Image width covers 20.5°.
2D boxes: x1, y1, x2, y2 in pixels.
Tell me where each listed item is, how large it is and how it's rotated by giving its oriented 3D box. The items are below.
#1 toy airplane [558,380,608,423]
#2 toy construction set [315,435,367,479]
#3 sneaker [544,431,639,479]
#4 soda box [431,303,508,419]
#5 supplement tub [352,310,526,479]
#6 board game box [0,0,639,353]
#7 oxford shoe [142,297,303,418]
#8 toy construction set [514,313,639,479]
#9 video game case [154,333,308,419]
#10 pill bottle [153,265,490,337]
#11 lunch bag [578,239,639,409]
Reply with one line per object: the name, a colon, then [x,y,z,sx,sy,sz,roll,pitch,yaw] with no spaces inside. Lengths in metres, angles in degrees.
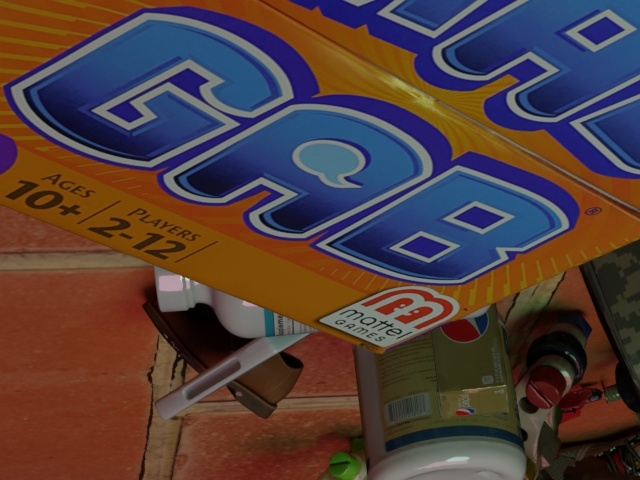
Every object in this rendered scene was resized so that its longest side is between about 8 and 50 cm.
toy airplane: [0.239,0.177,1.911,0.151,0.028,0.151,-5,150,-3]
toy construction set: [0.051,0.312,2.018,0.215,0.151,0.328,-21,160,26]
sneaker: [0.346,0.255,2.035,0.225,0.088,0.092,-9,149,-15]
soda box: [0.119,0.055,1.492,0.058,0.181,0.061,-8,152,3]
supplement tub: [0.106,0.135,1.620,0.144,0.199,0.144,-5,153,-2]
board game box: [0.028,-0.210,0.788,0.356,0.356,0.356,-27,146,33]
oxford shoe: [-0.090,0.093,1.664,0.076,0.076,0.212,-45,140,6]
toy construction set: [0.212,0.252,1.763,0.237,0.309,0.257,-24,133,33]
video game case: [-0.028,0.081,1.558,0.201,0.023,0.183,-28,176,-43]
pill bottle: [0.000,0.000,1.404,0.264,0.146,0.146,-4,152,-2]
lunch bag: [0.371,0.045,1.515,0.256,0.212,0.305,-24,149,6]
